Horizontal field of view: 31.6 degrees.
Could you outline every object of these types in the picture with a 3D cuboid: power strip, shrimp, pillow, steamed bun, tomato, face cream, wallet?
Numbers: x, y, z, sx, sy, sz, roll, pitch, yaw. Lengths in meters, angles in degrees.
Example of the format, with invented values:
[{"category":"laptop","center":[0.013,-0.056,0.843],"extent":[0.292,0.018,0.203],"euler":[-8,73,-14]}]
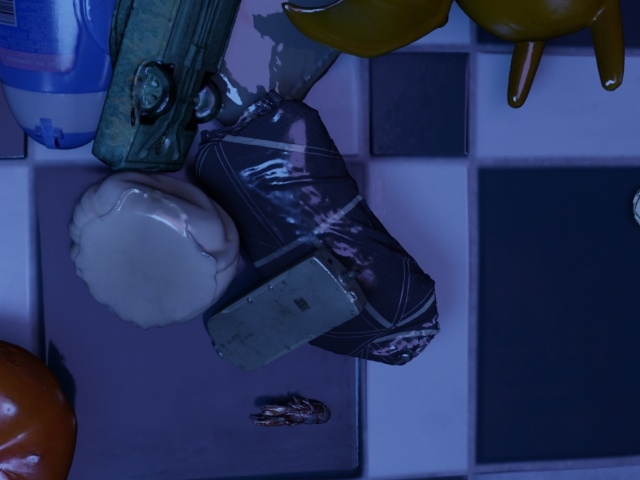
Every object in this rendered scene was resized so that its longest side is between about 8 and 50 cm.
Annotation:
[{"category":"power strip","center":[-0.035,0.074,1.204],"extent":[0.080,0.227,0.029],"euler":[52,39,-9]},{"category":"shrimp","center":[-0.033,0.194,1.282],"extent":[0.092,0.038,0.029],"euler":[-6,53,-12]},{"category":"pillow","center":[0.000,0.000,1.223],"extent":[0.161,0.092,0.335],"euler":[-27,105,24]},{"category":"steamed bun","center":[-0.172,0.004,1.188],"extent":[0.183,0.106,0.183],"euler":[7,124,11]},{"category":"tomato","center":[-0.370,0.213,1.134],"extent":[0.260,0.180,0.260],"euler":[-2,97,-14]},{"category":"face cream","center":[-0.268,-0.217,1.144],"extent":[0.149,0.083,0.264],"euler":[8,116,13]},{"category":"wallet","center":[-0.119,-0.301,1.206],"extent":[0.360,0.083,0.252],"euler":[40,91,-14]}]

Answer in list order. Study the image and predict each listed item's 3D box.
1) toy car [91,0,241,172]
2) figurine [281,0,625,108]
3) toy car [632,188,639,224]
[{"category":"toy car","center":[-0.140,-0.224,1.113],"extent":[0.097,0.141,0.321],"euler":[21,99,18]},{"category":"figurine","center":[0.161,-0.333,1.164],"extent":[0.387,0.268,0.401],"euler":[32,102,-33]},{"category":"toy car","center":[0.434,-0.045,1.370],"extent":[0.122,0.035,0.059],"euler":[-8,96,-3]}]
